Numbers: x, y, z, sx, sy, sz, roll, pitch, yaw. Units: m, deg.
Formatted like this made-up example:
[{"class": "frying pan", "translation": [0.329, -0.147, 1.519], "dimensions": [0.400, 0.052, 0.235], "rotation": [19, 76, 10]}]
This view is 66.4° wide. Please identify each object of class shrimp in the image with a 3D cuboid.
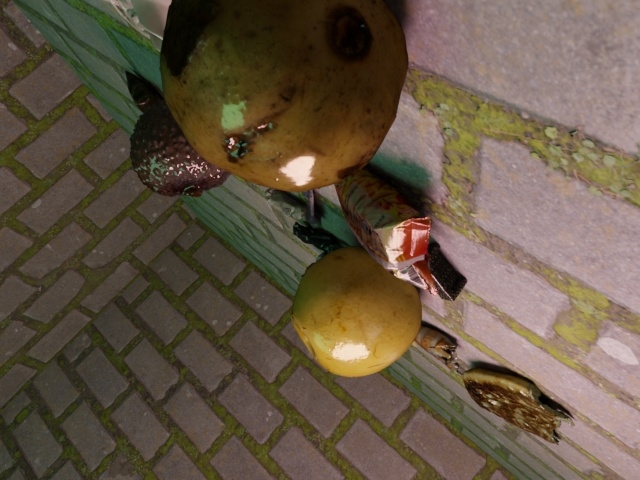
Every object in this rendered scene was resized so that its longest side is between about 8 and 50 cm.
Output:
[{"class": "shrimp", "translation": [0.356, 0.339, 1.529], "dimensions": [0.185, 0.068, 0.287], "rotation": [39, 169, 32]}]

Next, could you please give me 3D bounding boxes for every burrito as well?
[{"class": "burrito", "translation": [-0.096, -0.105, 1.460], "dimensions": [0.203, 0.064, 0.064], "rotation": [31, 163, 38]}]

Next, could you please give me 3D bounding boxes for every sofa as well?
[{"class": "sofa", "translation": [0.245, 0.064, 1.001], "dimensions": [0.118, 0.060, 0.039], "rotation": [48, 158, -21]}]

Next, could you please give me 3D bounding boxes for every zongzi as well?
[{"class": "zongzi", "translation": [-0.589, -0.479, 1.693], "dimensions": [0.184, 0.084, 0.187], "rotation": [51, 177, 30]}]

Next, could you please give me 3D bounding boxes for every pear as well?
[{"class": "pear", "translation": [0.091, 0.184, 1.283], "dimensions": [0.348, 0.348, 0.348], "rotation": [40, 167, 12]}]

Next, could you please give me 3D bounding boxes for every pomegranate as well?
[{"class": "pomegranate", "translation": [-0.041, -0.197, 0.564], "dimensions": [0.281, 0.281, 0.281], "rotation": [40, 167, 12]}]

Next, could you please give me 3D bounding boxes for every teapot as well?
[{"class": "teapot", "translation": [-0.334, -0.451, 0.886], "dimensions": [0.298, 0.139, 0.204], "rotation": [36, 168, 23]}]

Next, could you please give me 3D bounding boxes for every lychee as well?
[{"class": "lychee", "translation": [-0.374, -0.255, 1.362], "dimensions": [0.300, 0.300, 0.300], "rotation": [40, 167, 12]}]

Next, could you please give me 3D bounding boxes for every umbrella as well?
[{"class": "umbrella", "translation": [0.000, 0.000, 1.521], "dimensions": [0.236, 0.059, 0.066], "rotation": [26, 179, 45]}]

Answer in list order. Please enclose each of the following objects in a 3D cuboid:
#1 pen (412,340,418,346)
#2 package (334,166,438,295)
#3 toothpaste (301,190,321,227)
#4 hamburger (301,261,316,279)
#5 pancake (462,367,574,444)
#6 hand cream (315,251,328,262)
[{"class": "pen", "translation": [0.248, 0.256, 1.609], "dimensions": [0.233, 0.032, 0.040], "rotation": [53, -172, -8]}, {"class": "package", "translation": [0.111, -0.037, 0.931], "dimensions": [0.288, 0.109, 0.223], "rotation": [45, 166, 41]}, {"class": "toothpaste", "translation": [-0.039, -0.122, 1.275], "dimensions": [0.075, 0.048, 0.301], "rotation": [40, 165, 29]}, {"class": "hamburger", "translation": [0.044, 0.134, 1.576], "dimensions": [0.182, 0.117, 0.191], "rotation": [-7, -159, -44]}, {"class": "pancake", "translation": [0.548, 0.452, 1.387], "dimensions": [0.305, 0.066, 0.426], "rotation": [26, 159, 30]}, {"class": "hand cream", "translation": [0.025, 0.054, 1.546], "dimensions": [0.065, 0.043, 0.171], "rotation": [42, -162, 9]}]
